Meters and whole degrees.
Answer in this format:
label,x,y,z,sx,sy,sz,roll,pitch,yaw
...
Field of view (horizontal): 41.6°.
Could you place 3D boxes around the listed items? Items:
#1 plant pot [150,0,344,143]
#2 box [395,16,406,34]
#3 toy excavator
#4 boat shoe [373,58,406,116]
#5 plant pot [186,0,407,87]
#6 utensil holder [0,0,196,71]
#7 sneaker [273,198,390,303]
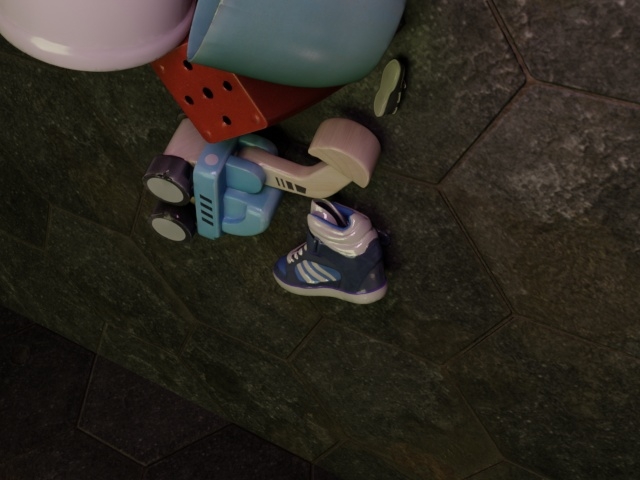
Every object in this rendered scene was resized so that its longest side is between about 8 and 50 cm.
label,x,y,z,sx,sy,sz,roll,pitch,yaw
plant pot,-0.128,-0.319,1.460,0.267,0.236,0.267,-7,124,47
box,0.048,-0.421,1.351,0.114,0.036,0.207,4,133,41
toy excavator,-0.117,-0.136,1.722,0.445,0.222,0.433,18,148,5
boat shoe,0.127,-0.263,1.460,0.125,0.038,0.046,108,150,-49
plant pot,-0.021,-0.338,1.131,0.235,0.293,0.293,18,151,-18
utensil holder,-0.327,-0.495,1.203,0.327,0.327,0.385,32,143,10
sneaker,0.000,0.000,1.830,0.322,0.130,0.236,11,128,43
